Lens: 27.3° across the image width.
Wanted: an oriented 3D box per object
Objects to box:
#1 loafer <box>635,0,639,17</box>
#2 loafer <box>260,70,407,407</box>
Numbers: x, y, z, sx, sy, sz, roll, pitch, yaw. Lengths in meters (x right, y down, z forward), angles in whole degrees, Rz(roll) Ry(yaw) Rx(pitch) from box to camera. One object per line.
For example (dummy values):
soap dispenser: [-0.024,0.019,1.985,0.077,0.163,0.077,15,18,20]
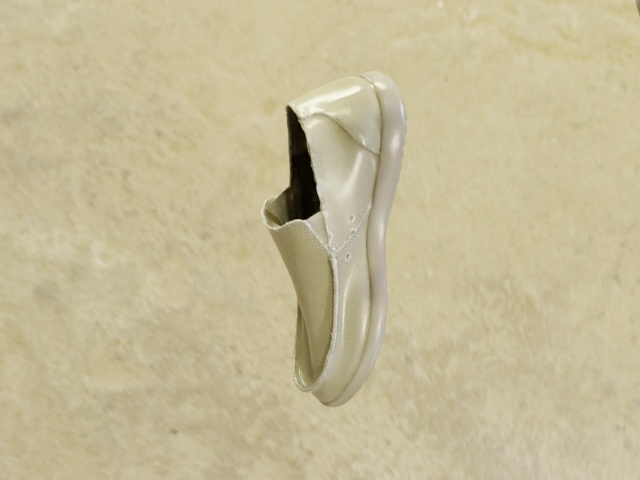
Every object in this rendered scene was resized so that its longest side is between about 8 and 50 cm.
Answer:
loafer: [0.310,-0.102,0.643,0.319,0.112,0.111,32,65,23]
loafer: [0.000,0.000,1.020,0.092,0.102,0.268,1,105,-18]
